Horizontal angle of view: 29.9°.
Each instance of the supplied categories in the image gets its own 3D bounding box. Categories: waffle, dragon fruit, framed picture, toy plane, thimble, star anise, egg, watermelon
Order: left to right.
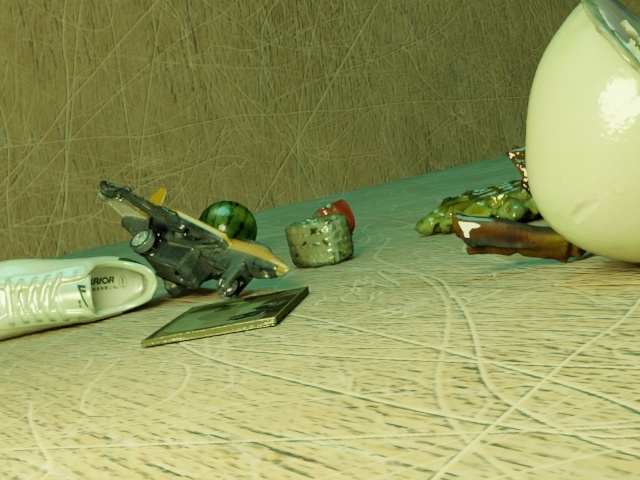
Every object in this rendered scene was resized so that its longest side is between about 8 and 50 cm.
[{"bbox_3d":[-0.148,0.021,1.482,0.103,0.204,0.316,-47,36,-14],"label":"toy plane"},{"bbox_3d":[-0.154,-0.012,1.933,0.109,0.109,0.109,-11,5,1],"label":"watermelon"},{"bbox_3d":[-0.093,0.077,1.242,0.136,0.010,0.201,-10,4,10],"label":"framed picture"},{"bbox_3d":[0.000,0.000,1.617,0.084,0.062,0.110,-15,5,-13],"label":"thimble"},{"bbox_3d":[0.016,-0.018,1.845,0.056,0.060,0.083,-26,-13,-46],"label":"dragon fruit"},{"bbox_3d":[0.265,-0.056,1.713,0.204,0.054,0.223,-15,5,-43],"label":"waffle"},{"bbox_3d":[0.277,-0.058,1.255,0.346,0.148,0.237,-17,-15,-34],"label":"star anise"},{"bbox_3d":[0.280,-0.084,1.069,0.174,0.264,0.286,-43,-3,26],"label":"egg"}]

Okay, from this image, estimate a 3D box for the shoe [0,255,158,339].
[{"bbox_3d":[-0.322,0.063,1.452,0.265,0.095,0.110,-11,5,-33],"label":"shoe"}]
